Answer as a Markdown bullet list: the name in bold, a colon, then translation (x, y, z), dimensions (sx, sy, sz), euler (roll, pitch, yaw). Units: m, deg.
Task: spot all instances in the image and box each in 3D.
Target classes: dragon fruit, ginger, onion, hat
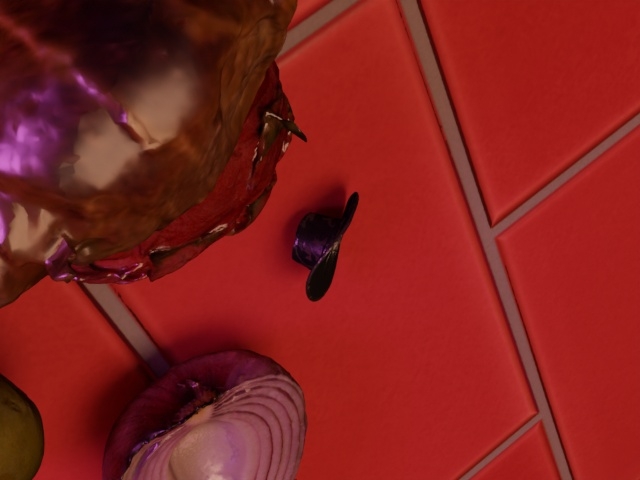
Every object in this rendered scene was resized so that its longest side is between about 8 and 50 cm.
- **dragon fruit**: translation (-0.152, -0.081, 0.761), dimensions (0.299, 0.244, 0.244), euler (0, 120, -50)
- **ginger**: translation (-0.154, -0.139, 0.573), dimensions (0.274, 0.152, 0.357), euler (-4, 86, -10)
- **onion**: translation (-0.125, 0.239, 1.094), dimensions (0.227, 0.120, 0.283), euler (-24, 128, -25)
- **hat**: translation (0.000, 0.000, 1.066), dimensions (0.121, 0.050, 0.121), euler (22, 90, -86)

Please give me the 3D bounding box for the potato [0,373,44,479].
- **potato**: translation (-0.339, 0.160, 0.843), dimensions (0.186, 0.148, 0.253), euler (-25, 165, 23)
